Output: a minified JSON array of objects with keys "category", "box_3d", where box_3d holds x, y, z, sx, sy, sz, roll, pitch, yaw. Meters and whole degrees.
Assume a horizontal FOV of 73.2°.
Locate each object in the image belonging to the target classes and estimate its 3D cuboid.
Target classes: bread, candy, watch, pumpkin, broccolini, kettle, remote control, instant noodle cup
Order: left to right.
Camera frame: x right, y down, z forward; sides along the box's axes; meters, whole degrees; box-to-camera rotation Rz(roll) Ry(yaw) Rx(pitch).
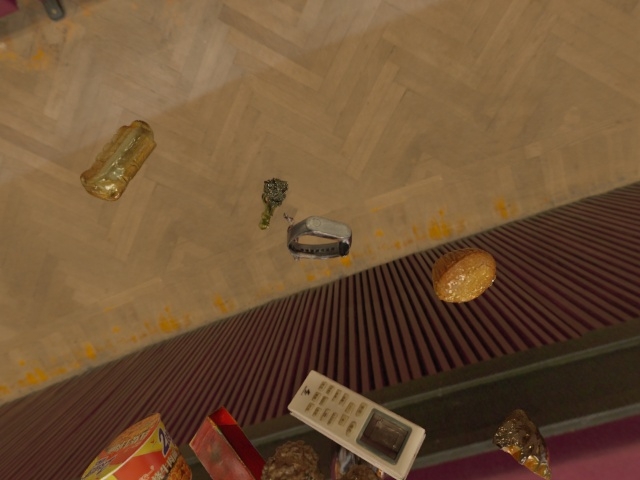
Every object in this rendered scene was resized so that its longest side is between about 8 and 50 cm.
[{"category":"bread","box_3d":[-0.192,-0.077,0.417,0.049,0.034,0.088,13,65,28]},{"category":"instant noodle cup","box_3d":[-0.420,0.552,1.025,0.213,0.213,0.174,-32,100,9]},{"category":"broccolini","box_3d":[-0.153,-0.106,1.352,0.073,0.392,0.079,-14,84,-14]},{"category":"candy","box_3d":[-0.106,-0.018,1.719,0.051,0.094,0.227,-18,57,1]},{"category":"watch","box_3d":[0.000,0.000,1.339,0.206,0.193,0.069,10,61,-17]},{"category":"remote control","box_3d":[0.070,0.380,0.906,0.277,0.103,0.056,18,145,31]},{"category":"kettle","box_3d":[0.133,0.706,1.420,0.207,0.269,0.291,0,129,-2]},{"category":"bread","box_3d":[0.498,0.116,1.519,0.239,0.139,0.240,-16,137,-16]},{"category":"pumpkin","box_3d":[0.664,0.631,1.342,0.254,0.130,0.149,37,79,-34]}]

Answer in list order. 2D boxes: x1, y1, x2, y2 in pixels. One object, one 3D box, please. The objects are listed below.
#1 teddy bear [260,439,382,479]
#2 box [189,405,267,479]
[{"category":"teddy bear","box_3d":[-0.050,0.298,0.357,0.182,0.129,0.251,40,89,-22]},{"category":"box","box_3d":[-0.320,0.785,1.544,0.313,0.089,0.198,44,120,20]}]
